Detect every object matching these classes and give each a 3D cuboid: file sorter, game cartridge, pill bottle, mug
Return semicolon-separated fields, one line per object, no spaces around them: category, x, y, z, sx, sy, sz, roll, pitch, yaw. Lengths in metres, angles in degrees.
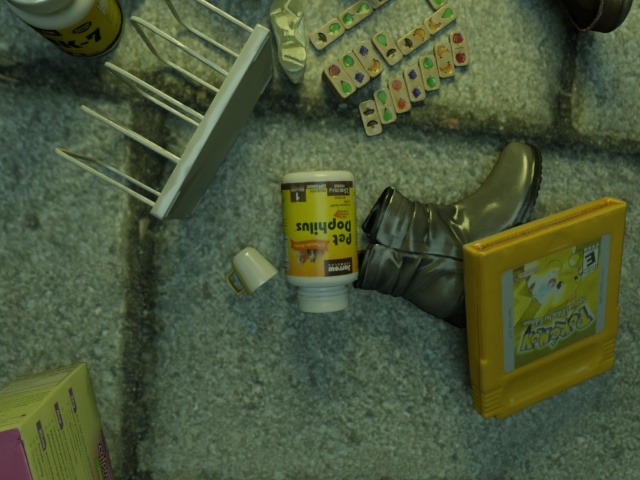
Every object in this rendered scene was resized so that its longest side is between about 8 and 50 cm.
file sorter;-0.209;-0.191;0.735;0.173;0.193;0.278;30;91;-5
game cartridge;0.368;0.118;0.833;0.285;0.052;0.324;-17;113;-16
pill bottle;-0.351;-0.331;0.694;0.119;0.208;0.119;-1;95;-6
mug;-0.117;0.050;0.832;0.078;0.062;0.064;-38;90;-9
pill bottle;0.000;0.000;0.811;0.117;0.117;0.215;-3;95;-7

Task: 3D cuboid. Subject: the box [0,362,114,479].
box;-0.404;0.322;0.725;0.117;0.243;0.213;-12;97;-5

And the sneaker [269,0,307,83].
sneaker;-0.049;-0.320;0.814;0.053;0.061;0.152;-4;76;1

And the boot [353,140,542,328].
boot;0.201;-0.041;0.839;0.222;0.118;0.338;25;87;-3

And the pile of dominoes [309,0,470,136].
pile of dominoes;0.124;-0.316;0.839;0.251;0.040;0.196;-37;98;-2

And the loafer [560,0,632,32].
loafer;0.358;-0.483;0.819;0.130;0.134;0.366;-28;88;0
